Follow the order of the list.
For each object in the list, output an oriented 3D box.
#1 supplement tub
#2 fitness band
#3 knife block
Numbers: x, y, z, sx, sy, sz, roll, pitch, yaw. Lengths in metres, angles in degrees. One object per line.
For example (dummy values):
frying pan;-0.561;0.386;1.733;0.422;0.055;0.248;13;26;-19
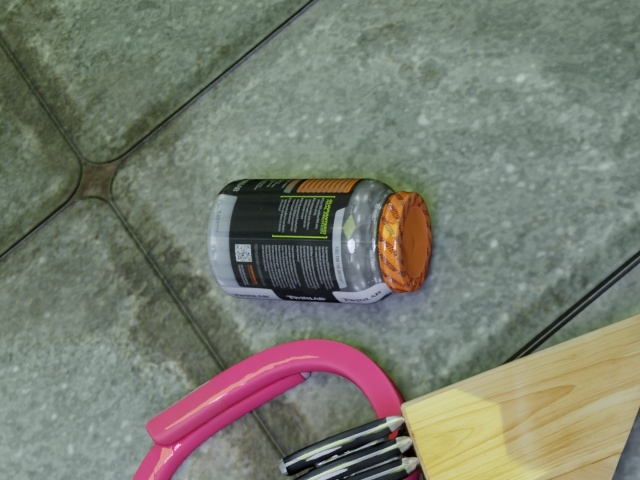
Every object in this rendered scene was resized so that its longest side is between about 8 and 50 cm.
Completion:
supplement tub;0.000;0.000;1.088;0.190;0.117;0.117;2;63;26
fitness band;-0.050;0.213;1.033;0.290;0.054;0.209;-32;57;6
knife block;0.114;0.152;0.926;0.242;0.088;0.276;22;73;14
